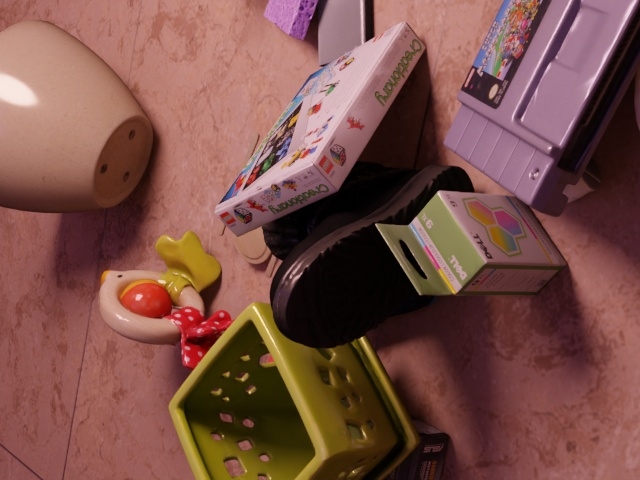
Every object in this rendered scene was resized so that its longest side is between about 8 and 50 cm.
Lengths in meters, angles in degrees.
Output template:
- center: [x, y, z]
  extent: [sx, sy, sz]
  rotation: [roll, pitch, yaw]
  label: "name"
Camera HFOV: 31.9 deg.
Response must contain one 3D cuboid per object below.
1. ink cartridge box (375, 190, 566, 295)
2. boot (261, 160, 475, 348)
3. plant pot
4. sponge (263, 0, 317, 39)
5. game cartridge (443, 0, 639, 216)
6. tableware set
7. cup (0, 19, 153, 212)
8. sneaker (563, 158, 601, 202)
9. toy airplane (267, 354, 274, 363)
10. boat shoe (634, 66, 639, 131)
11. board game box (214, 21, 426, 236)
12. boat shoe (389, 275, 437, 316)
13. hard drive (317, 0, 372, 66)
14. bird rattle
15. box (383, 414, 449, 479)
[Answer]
- center: [0.174, 0.004, 1.271]
  extent: [0.062, 0.209, 0.109]
  rotation: [-51, 54, 33]
  label: "ink cartridge box"
- center: [0.002, 0.003, 1.395]
  extent: [0.260, 0.348, 0.131]
  rotation: [10, 123, 43]
  label: "boot"
- center: [-0.023, 0.229, 1.393]
  extent: [0.228, 0.207, 0.227]
  rotation: [-49, 55, 32]
  label: "plant pot"
- center: [-0.020, -0.402, 1.607]
  extent: [0.210, 0.031, 0.117]
  rotation: [-69, 27, 18]
  label: "sponge"
- center: [0.266, -0.226, 1.219]
  extent: [0.355, 0.068, 0.230]
  rotation: [-65, 31, 12]
  label: "game cartridge"
- center: [-0.076, -0.054, 1.673]
  extent: [0.128, 0.039, 0.194]
  rotation: [40, 123, 28]
  label: "tableware set"
- center: [-0.427, -0.178, 1.891]
  extent: [0.237, 0.331, 0.331]
  rotation: [24, 107, 19]
  label: "cup"
- center: [0.266, -0.113, 1.294]
  extent: [0.061, 0.053, 0.152]
  rotation: [-38, 62, 42]
  label: "sneaker"
- center: [-0.073, 0.160, 1.664]
  extent: [0.151, 0.028, 0.151]
  rotation: [-6, 82, 46]
  label: "toy airplane"
- center: [0.387, -0.209, 1.144]
  extent: [0.079, 0.084, 0.233]
  rotation: [31, 108, 48]
  label: "boat shoe"
- center: [0.002, -0.146, 1.439]
  extent: [0.193, 0.053, 0.305]
  rotation: [-22, 27, 45]
  label: "board game box"
- center: [0.039, 0.064, 1.502]
  extent: [0.258, 0.089, 0.109]
  rotation: [-25, 70, 43]
  label: "boat shoe"
- center: [0.034, -0.318, 1.577]
  extent: [0.094, 0.022, 0.135]
  rotation: [-6, 84, 47]
  label: "hard drive"
- center: [-0.237, 0.113, 1.716]
  extent: [0.253, 0.207, 0.143]
  rotation: [-108, 28, -46]
  label: "bird rattle"
- center: [0.055, 0.305, 1.498]
  extent: [0.231, 0.056, 0.183]
  rotation: [19, 102, 46]
  label: "box"
